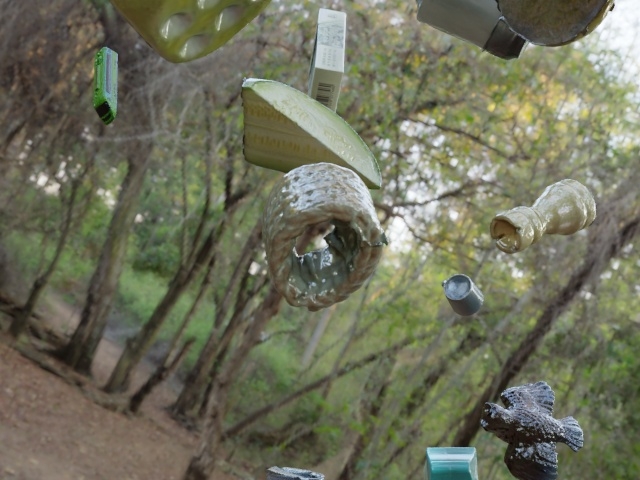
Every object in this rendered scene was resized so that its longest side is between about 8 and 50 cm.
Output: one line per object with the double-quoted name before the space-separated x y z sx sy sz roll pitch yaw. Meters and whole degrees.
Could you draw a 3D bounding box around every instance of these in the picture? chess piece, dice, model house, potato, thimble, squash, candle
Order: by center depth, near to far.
"chess piece" 0.257 -0.025 0.984 0.066 0.122 0.066 33 -46 42
"dice" -0.208 -0.419 1.218 0.233 0.238 0.227 50 2 12
"potato" 0.409 -0.388 1.349 0.098 0.138 0.243 -18 3 -40
"thimble" -0.003 -0.005 1.433 0.196 0.229 0.148 25 28 -23
"model house" 0.253 0.463 1.625 0.101 0.127 0.149 -2 -39 3
"squash" -0.007 -0.228 1.684 0.289 0.111 0.203 10 -45 7
"candle" 0.337 -0.555 1.889 0.343 0.221 0.221 26 -10 6

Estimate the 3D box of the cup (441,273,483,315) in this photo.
"cup" 0.317 0.118 1.950 0.100 0.078 0.077 28 -12 38

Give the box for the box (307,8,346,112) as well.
"box" 0.012 -0.417 2.035 0.069 0.256 0.164 8 -45 -5

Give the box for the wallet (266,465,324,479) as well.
"wallet" -0.030 0.503 1.442 0.069 0.230 0.170 -9 -2 -29

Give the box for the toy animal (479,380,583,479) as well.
"toy animal" 0.392 0.348 1.597 0.179 0.218 0.116 29 -38 -27

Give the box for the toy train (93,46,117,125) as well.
"toy train" -0.487 -0.348 1.906 0.044 0.209 0.042 -33 -42 29
